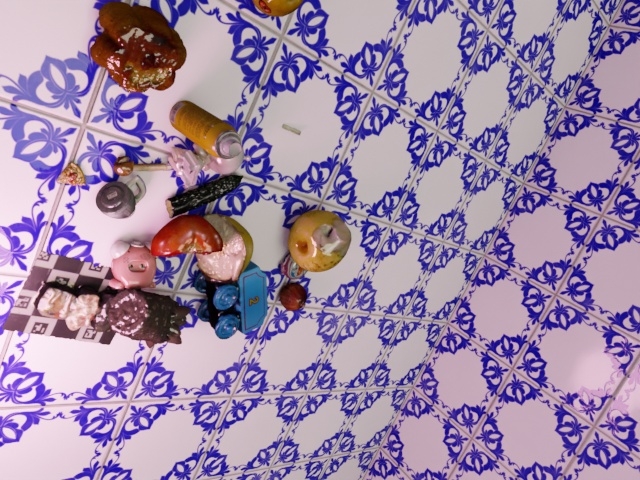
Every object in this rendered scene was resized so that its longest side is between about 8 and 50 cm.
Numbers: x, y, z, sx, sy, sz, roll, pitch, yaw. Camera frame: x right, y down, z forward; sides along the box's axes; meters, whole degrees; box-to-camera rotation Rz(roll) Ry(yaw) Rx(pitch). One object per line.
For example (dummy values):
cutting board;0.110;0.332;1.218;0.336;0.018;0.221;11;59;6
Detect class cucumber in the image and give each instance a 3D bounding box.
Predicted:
cucumber;-0.398;-0.161;1.790;0.300;0.072;0.072;-26;130;-26

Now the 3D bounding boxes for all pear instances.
pear;-0.325;0.014;1.876;0.178;0.267;0.267;-23;131;-54
pear;0.000;0.000;2.112;0.271;0.271;0.271;-21;128;-30

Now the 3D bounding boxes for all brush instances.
brush;-0.109;-0.415;1.925;0.083;0.013;0.016;16;100;-38

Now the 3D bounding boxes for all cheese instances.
cheese;-0.069;0.094;2.243;0.244;0.062;0.155;-16;123;-34

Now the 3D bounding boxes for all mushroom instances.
mushroom;-0.561;-0.236;1.619;0.187;0.060;0.061;-11;107;-46

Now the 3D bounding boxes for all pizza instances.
pizza;-0.736;-0.183;1.515;0.078;0.025;0.083;-36;135;-22

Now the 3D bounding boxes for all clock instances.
clock;-0.618;0.080;1.718;0.166;0.092;0.162;3;92;-41

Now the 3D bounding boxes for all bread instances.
bread;-0.499;-0.521;1.432;0.246;0.135;0.232;2;128;-44

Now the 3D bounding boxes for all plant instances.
plant;-0.579;0.277;1.767;0.321;0.181;0.194;48;54;-68

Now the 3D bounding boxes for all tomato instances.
tomato;-0.446;-0.018;1.715;0.233;0.200;0.140;-2;90;-30

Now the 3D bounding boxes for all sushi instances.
sushi;-0.776;0.223;1.680;0.373;0.100;0.296;24;98;-47

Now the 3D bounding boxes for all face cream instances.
face cream;-0.337;-0.326;1.535;0.105;0.348;0.105;-21;128;-30

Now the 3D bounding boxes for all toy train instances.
toy train;-0.338;0.225;2.007;0.265;0.188;0.300;-22;127;-36

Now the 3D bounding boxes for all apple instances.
apple;-0.128;-0.777;1.577;0.182;0.155;0.182;-19;124;-31

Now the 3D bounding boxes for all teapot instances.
teapot;-0.622;-0.132;1.607;0.108;0.111;0.149;81;23;-68

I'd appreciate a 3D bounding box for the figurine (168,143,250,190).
figurine;-0.348;-0.271;1.681;0.256;0.144;0.182;-26;148;-31

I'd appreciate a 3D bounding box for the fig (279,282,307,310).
fig;-0.108;0.245;2.261;0.128;0.150;0.128;18;64;-43
